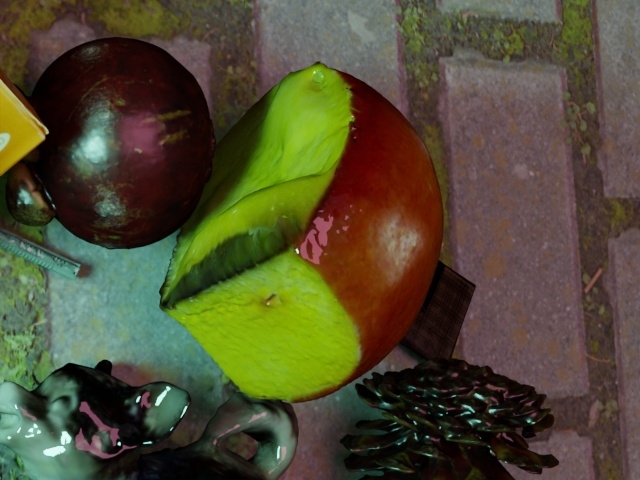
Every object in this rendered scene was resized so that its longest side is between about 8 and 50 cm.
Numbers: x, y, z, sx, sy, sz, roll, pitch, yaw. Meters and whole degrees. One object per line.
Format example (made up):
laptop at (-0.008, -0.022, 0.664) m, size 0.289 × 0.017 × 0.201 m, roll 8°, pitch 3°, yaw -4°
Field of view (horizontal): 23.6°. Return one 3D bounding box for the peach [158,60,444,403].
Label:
peach at (0.000, 0.000, 1.555) m, size 0.242 × 0.306 × 0.380 m, roll 42°, pitch 24°, yaw -15°

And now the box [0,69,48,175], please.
box at (-0.427, -0.151, 1.314) m, size 0.225 × 0.143 × 0.341 m, roll -39°, pitch 134°, yaw -2°

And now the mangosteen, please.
mangosteen at (-0.235, -0.098, 1.536) m, size 0.257 × 0.215 × 0.215 m, roll 1°, pitch 84°, yaw -17°

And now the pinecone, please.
pinecone at (0.140, 0.275, 1.753) m, size 0.246 × 0.246 × 0.292 m, roll 6°, pitch 100°, yaw -36°

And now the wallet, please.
wallet at (0.088, 0.052, 1.846) m, size 0.230 × 0.042 × 0.124 m, roll 33°, pitch 69°, yaw -27°

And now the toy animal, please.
toy animal at (-0.188, 0.231, 1.538) m, size 0.344 × 0.194 × 0.303 m, roll 40°, pitch 69°, yaw -29°

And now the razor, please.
razor at (-0.334, -0.010, 1.551) m, size 0.211 × 0.036 × 0.084 m, roll 33°, pitch 47°, yaw -34°
